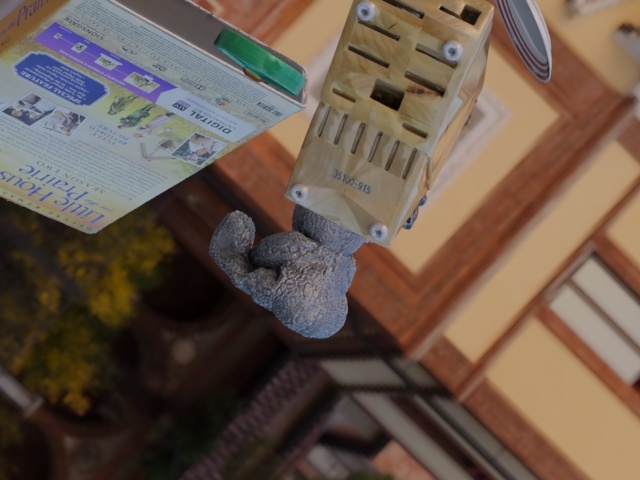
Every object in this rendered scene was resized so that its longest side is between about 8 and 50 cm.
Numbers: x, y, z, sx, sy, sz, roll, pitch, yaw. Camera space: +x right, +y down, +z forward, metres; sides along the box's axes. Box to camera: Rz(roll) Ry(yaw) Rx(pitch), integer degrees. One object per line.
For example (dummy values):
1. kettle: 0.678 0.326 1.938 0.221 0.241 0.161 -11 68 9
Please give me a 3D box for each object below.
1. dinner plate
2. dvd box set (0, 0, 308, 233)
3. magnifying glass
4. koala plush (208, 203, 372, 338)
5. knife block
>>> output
1. dinner plate: 0.221 -0.238 1.602 0.017 0.141 0.141 -24 -175 -4
2. dvd box set: -0.265 -0.154 1.724 0.420 0.307 0.062 -28 -131 41
3. magnifying glass: -0.060 -0.169 1.435 0.026 0.092 0.231 -58 -175 3
4. koala plush: 0.000 0.000 2.001 0.221 0.196 0.203 -54 -145 7
5. knife block: 0.072 -0.119 1.111 0.242 0.088 0.275 -55 169 -50
